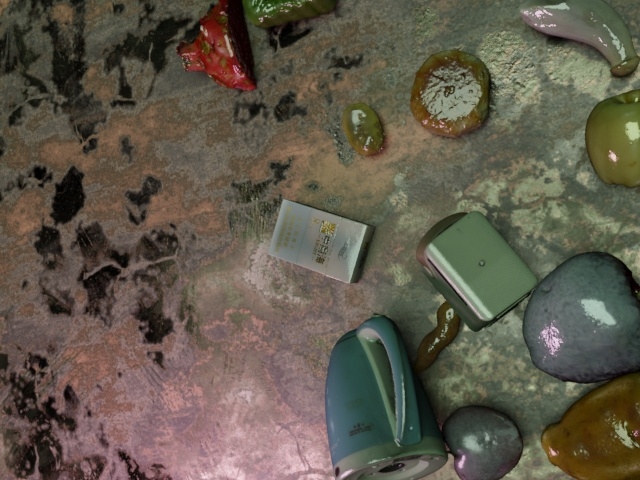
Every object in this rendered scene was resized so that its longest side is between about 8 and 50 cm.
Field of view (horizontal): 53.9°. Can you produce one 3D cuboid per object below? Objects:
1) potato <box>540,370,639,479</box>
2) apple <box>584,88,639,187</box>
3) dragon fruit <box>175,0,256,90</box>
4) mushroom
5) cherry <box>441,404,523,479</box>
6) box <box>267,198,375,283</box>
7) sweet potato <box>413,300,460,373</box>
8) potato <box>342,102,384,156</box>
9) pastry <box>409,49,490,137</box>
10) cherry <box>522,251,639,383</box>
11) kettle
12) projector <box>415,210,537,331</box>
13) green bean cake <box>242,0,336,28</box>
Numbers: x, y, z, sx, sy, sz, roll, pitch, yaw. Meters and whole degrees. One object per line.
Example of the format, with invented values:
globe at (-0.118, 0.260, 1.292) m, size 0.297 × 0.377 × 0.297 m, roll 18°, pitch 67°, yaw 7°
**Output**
potato at (0.626, 0.376, 1.252) m, size 0.369 × 0.176 × 0.195 m, roll -30°, pitch 111°, yaw 23°
apple at (0.625, -0.204, 1.259) m, size 0.200 × 0.200 × 0.200 m, roll -1°, pitch 88°, yaw 24°
dragon fruit at (-0.294, -0.521, 1.702) m, size 0.212 × 0.134 × 0.262 m, roll -18°, pitch 81°, yaw 25°
mushroom at (0.567, -0.459, 1.339) m, size 0.270 × 0.103 × 0.118 m, roll 36°, pitch 102°, yaw 15°
cherry at (0.350, 0.439, 1.377) m, size 0.176 × 0.140 × 0.176 m, roll -1°, pitch 86°, yaw 14°
box at (0.000, 0.000, 1.586) m, size 0.243 × 0.067 × 0.155 m, roll 17°, pitch 96°, yaw 24°
sweet potato at (0.276, 0.226, 1.465) m, size 0.065 × 0.051 × 0.218 m, roll 29°, pitch 100°, yaw 19°
potato at (0.107, -0.271, 1.548) m, size 0.092 × 0.070 × 0.138 m, roll -24°, pitch 77°, yaw 23°
pastry at (0.303, -0.338, 1.453) m, size 0.182 × 0.093 × 0.192 m, roll 14°, pitch 93°, yaw 21°
cherry at (0.544, 0.156, 1.252) m, size 0.296 × 0.218 × 0.255 m, roll -38°, pitch 110°, yaw 26°
kettle at (0.132, 0.336, 1.397) m, size 0.319 × 0.247 × 0.342 m, roll 116°, pitch 148°, yaw -50°
projector at (0.329, 0.061, 1.366) m, size 0.163 × 0.177 × 0.242 m, roll -37°, pitch 75°, yaw -7°
green bean cake at (-0.095, -0.672, 1.623) m, size 0.248 × 0.125 × 0.222 m, roll -16°, pitch 82°, yaw 22°
